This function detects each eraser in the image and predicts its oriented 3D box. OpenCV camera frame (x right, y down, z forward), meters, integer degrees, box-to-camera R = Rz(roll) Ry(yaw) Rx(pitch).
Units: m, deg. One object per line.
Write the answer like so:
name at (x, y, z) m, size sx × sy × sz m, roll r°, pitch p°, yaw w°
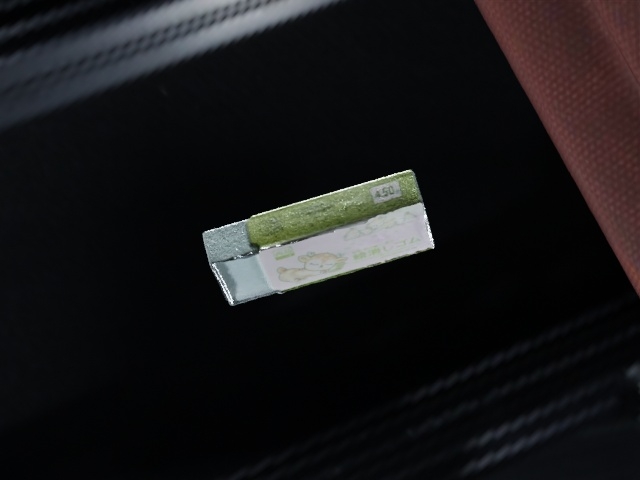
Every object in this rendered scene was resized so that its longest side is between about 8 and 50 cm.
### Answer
eraser at (0.000, 0.000, 0.670) m, size 0.083 × 0.019 × 0.038 m, roll -15°, pitch -29°, yaw 3°

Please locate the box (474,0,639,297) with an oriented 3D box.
box at (0.122, -0.093, 0.484) m, size 0.108 × 0.404 × 0.263 m, roll -34°, pitch -13°, yaw 29°
